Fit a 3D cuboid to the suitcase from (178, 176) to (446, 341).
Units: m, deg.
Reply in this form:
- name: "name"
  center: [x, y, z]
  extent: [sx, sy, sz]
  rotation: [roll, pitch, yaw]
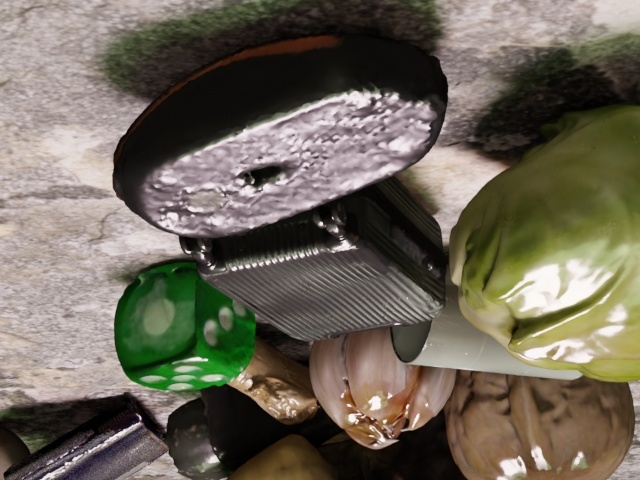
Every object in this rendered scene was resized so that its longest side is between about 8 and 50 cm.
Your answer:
- name: "suitcase"
  center: [0.000, 0.000, 1.730]
  extent: [0.202, 0.128, 0.312]
  rotation: [-11, 156, 21]

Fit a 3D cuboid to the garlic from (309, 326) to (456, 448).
- name: "garlic"
  center: [0.059, 0.155, 2.098]
  extent: [0.214, 0.191, 0.160]
  rotation: [-9, 135, 46]

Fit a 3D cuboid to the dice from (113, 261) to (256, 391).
- name: "dice"
  center: [-0.158, 0.104, 1.973]
  extent: [0.131, 0.128, 0.120]
  rotation: [-17, 154, 31]

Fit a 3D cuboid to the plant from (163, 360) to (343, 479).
- name: "plant"
  center: [-0.095, 0.247, 2.325]
  extent: [0.256, 0.141, 0.164]
  rotation: [-21, 154, 14]

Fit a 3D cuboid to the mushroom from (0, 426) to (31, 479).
- name: "mushroom"
  center: [-0.525, 0.330, 2.528]
  extent: [0.188, 0.141, 0.117]
  rotation: [-7, 127, -17]

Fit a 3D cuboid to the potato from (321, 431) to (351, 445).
- name: "potato"
  center: [0.014, 0.364, 2.658]
  extent: [0.161, 0.128, 0.235]
  rotation: [31, 148, -28]

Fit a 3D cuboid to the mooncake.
- name: "mooncake"
  center: [0.079, 0.362, 2.258]
  extent: [0.394, 0.246, 0.393]
  rotation: [-21, 169, -6]

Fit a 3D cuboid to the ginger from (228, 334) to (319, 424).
- name: "ginger"
  center: [-0.092, 0.160, 2.149]
  extent: [0.213, 0.074, 0.137]
  rotation: [25, -167, -18]

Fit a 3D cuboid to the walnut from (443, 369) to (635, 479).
- name: "walnut"
  center: [0.284, 0.227, 2.193]
  extent: [0.248, 0.248, 0.248]
  rotation: [-2, 158, -1]

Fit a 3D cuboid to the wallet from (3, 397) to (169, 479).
- name: "wallet"
  center: [-0.340, 0.330, 2.513]
  extent: [0.221, 0.071, 0.262]
  rotation: [-34, 160, -4]

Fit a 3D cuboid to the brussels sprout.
- name: "brussels sprout"
  center: [0.293, -0.004, 1.611]
  extent: [0.328, 0.247, 0.328]
  rotation: [3, 141, 3]

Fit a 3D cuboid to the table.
- name: "table"
  center: [0.206, 0.094, 1.983]
  extent: [0.220, 0.126, 0.126]
  rotation: [6, 157, -20]

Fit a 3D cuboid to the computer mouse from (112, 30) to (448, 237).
- name: "computer mouse"
  center: [-0.039, -0.104, 1.490]
  extent: [0.323, 0.116, 0.183]
  rotation: [-19, 150, 20]
